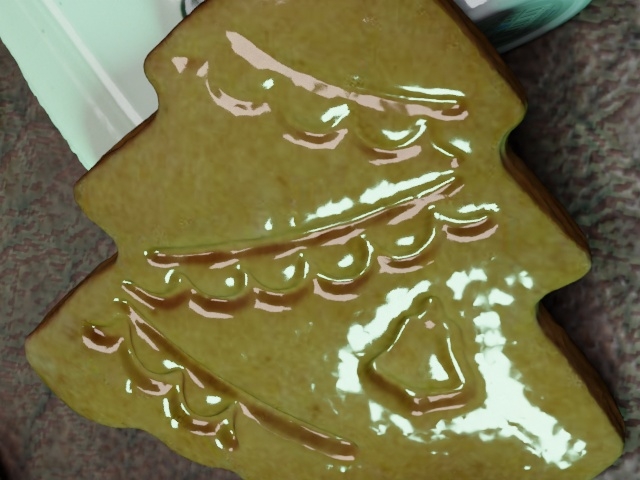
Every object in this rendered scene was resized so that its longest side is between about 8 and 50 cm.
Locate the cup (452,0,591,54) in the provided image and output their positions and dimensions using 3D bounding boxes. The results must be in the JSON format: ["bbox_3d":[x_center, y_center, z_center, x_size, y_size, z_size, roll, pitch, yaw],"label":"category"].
[{"bbox_3d":[0.073,-0.160,0.789,0.136,0.099,0.133,-25,80,21],"label":"cup"}]

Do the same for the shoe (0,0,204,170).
[{"bbox_3d":[-0.109,-0.195,0.838,0.160,0.131,0.363,-37,80,30],"label":"shoe"}]

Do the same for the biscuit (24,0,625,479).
[{"bbox_3d":[0.000,0.000,0.779,0.283,0.043,0.306,7,117,11],"label":"biscuit"}]
